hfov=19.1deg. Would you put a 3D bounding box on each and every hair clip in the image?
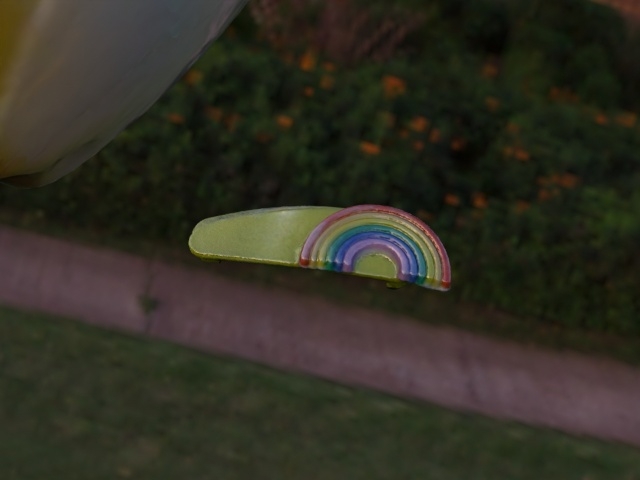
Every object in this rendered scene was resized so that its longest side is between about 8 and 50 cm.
[{"bbox_3d":[0.000,0.000,1.336,0.188,0.033,0.060,4,55,8],"label":"hair clip"}]

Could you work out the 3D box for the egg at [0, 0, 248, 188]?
[{"bbox_3d":[-0.081,-0.156,0.466,0.264,0.174,0.286,63,9,1],"label":"egg"}]
